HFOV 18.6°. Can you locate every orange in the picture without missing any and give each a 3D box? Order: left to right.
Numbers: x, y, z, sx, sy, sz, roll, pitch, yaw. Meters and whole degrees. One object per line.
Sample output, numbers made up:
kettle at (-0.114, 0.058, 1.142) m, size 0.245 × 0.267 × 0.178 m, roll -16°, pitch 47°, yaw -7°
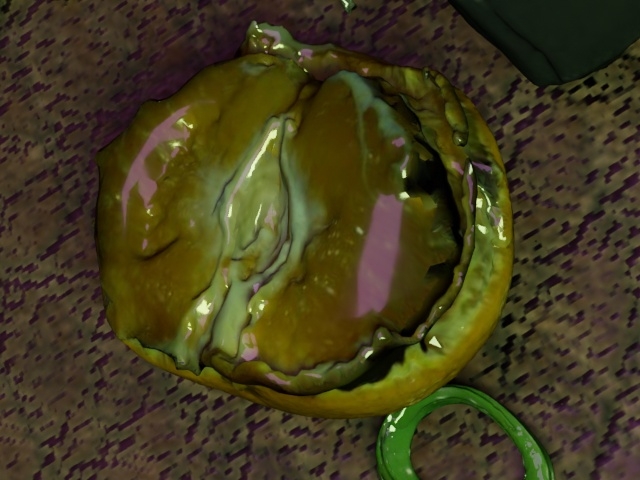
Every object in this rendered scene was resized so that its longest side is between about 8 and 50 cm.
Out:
orange at (0.000, 0.000, 0.719) m, size 0.160 × 0.112 × 0.170 m, roll -27°, pitch 45°, yaw 21°

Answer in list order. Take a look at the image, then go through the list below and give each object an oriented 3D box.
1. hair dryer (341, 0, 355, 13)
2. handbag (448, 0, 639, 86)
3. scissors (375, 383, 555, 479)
hair dryer at (-0.018, -0.140, 0.799) m, size 0.037 × 0.063 × 0.114 m, roll -33°, pitch 90°, yaw -1°
handbag at (0.109, -0.237, 0.729) m, size 0.302 × 0.178 × 0.275 m, roll -40°, pitch 110°, yaw 3°
scissors at (0.101, 0.127, 0.695) m, size 0.204 × 0.027 × 0.101 m, roll 22°, pitch 86°, yaw 24°
